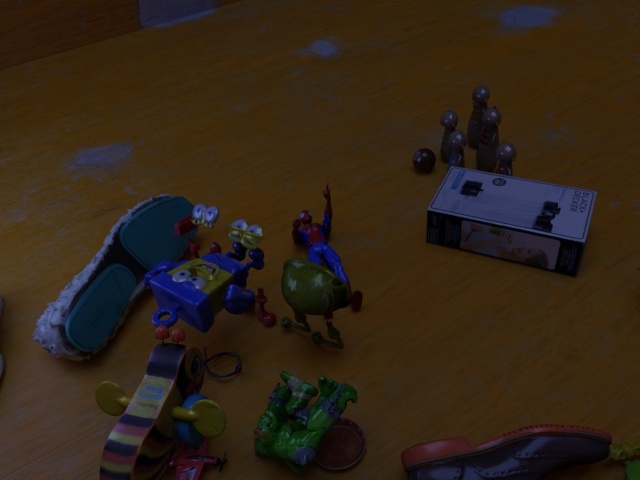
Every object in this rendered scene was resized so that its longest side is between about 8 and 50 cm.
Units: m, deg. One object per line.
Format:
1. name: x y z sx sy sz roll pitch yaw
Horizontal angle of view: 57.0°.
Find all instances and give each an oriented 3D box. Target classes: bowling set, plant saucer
1. bowling set: 0.312 -0.220 1.320 0.200 0.154 0.287 -7 39 -1
2. plant saucer: 0.024 0.293 0.848 0.084 0.013 0.083 -3 39 3

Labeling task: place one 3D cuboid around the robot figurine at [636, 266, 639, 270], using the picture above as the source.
1. robot figurine: 0.622 0.089 0.930 0.128 0.158 0.219 18 23 -39

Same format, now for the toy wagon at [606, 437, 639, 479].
1. toy wagon: 0.466 0.328 0.644 0.267 0.068 0.344 -4 10 -19

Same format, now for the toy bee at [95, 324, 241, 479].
1. toy bee: -0.226 0.210 0.836 0.195 0.162 0.298 -7 31 1

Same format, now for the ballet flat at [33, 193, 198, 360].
1. ballet flat: -0.387 0.052 1.110 0.147 0.146 0.409 12 43 20

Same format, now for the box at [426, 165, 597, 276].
1. box: 0.372 -0.046 1.155 0.290 0.087 0.169 15 44 24

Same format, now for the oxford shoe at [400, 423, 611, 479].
1. oxford shoe: 0.247 0.303 0.764 0.272 0.097 0.098 -11 57 4

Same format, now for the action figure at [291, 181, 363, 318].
1. action figure: 0.000 0.000 1.117 0.092 0.139 0.280 -13 37 -10

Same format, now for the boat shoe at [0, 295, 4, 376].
1. boat shoe: -0.620 0.166 1.024 0.109 0.091 0.305 -17 41 -12

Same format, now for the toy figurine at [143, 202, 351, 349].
1. toy figurine: -0.158 0.103 0.940 0.363 0.191 0.217 24 39 29

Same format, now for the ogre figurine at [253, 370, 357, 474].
1. ogre figurine: -0.030 0.251 0.818 0.197 0.097 0.118 1 50 43

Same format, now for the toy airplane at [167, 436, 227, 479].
1. toy airplane: -0.206 0.318 0.836 0.151 0.028 0.151 -4 32 3
